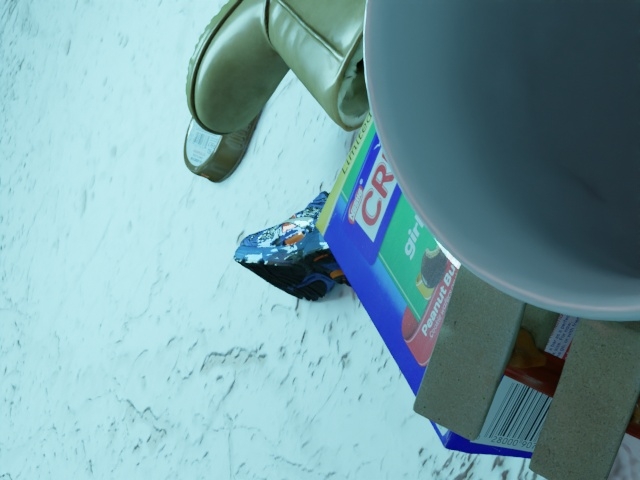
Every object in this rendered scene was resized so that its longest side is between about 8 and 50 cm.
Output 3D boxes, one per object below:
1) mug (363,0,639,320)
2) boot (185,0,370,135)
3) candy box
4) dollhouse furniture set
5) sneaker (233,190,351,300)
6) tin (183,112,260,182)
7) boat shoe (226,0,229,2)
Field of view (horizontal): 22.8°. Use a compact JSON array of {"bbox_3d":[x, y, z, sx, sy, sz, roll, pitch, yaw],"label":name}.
[{"bbox_3d":[0.216,-0.143,0.859,0.276,0.328,0.374,-19,78,34],"label":"mug"},{"bbox_3d":[-0.021,-0.161,1.451,0.236,0.089,0.269,-64,30,15],"label":"boot"},{"bbox_3d":[0.138,-0.034,1.202,0.268,0.122,0.317,-66,26,23],"label":"candy box"},{"bbox_3d":[0.208,0.110,0.907,0.259,0.262,0.135,24,102,29],"label":"dollhouse furniture set"},{"bbox_3d":[0.000,0.000,1.499,0.221,0.083,0.087,-9,51,52],"label":"sneaker"},{"bbox_3d":[-0.101,-0.159,1.797,0.106,0.040,0.189,23,92,57],"label":"tin"},{"bbox_3d":[-0.023,-0.329,1.716,0.233,0.084,0.079,-54,37,14],"label":"boat shoe"}]
